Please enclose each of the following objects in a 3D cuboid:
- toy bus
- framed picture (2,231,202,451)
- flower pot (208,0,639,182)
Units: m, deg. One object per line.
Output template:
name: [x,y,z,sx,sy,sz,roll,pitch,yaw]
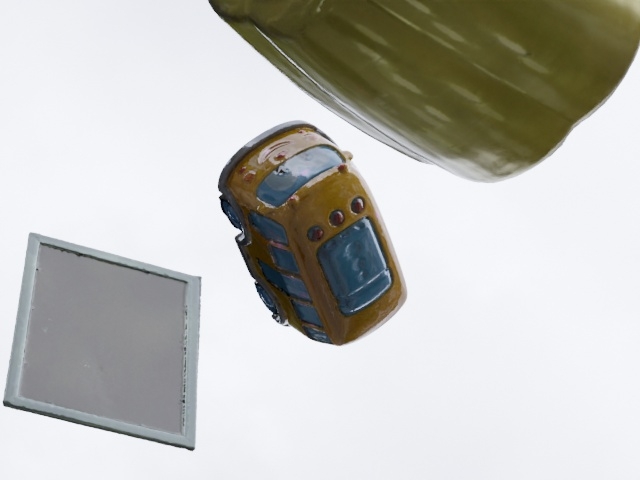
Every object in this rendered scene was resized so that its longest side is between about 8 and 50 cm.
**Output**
toy bus: [0.000,0.000,1.450,0.136,0.126,0.209,34,-29,52]
framed picture: [-0.236,0.109,1.691,0.217,0.274,0.017,17,-51,-15]
flower pot: [0.043,-0.142,0.791,0.195,0.179,0.195,-15,-112,41]
